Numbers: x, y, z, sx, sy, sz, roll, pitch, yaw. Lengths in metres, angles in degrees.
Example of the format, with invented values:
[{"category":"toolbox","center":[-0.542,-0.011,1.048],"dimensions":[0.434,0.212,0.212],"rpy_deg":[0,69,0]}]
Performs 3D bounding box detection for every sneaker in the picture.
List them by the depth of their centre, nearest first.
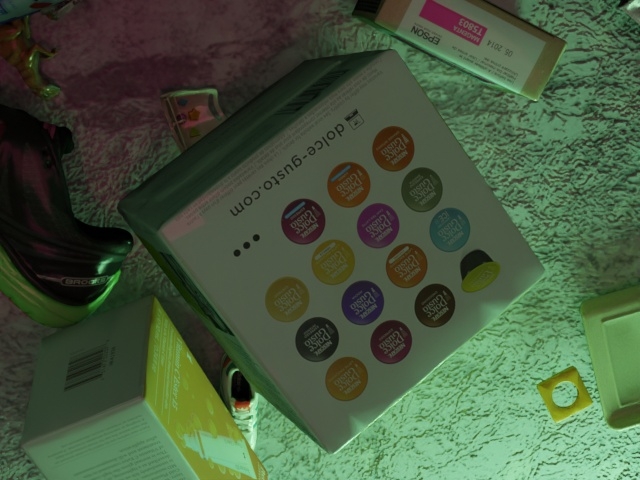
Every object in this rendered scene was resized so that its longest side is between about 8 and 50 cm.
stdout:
[{"category":"sneaker","center":[-0.425,-0.109,1.678],"dimensions":[0.202,0.185,0.483],"rpy_deg":[-42,114,-4]},{"category":"sneaker","center":[-0.114,0.232,1.824],"dimensions":[0.057,0.075,0.161],"rpy_deg":[0,102,-7]}]

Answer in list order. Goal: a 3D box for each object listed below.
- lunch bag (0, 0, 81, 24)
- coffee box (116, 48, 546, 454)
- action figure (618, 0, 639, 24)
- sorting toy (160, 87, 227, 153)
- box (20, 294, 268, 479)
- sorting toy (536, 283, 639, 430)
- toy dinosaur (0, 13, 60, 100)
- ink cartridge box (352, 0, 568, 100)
[{"category":"lunch bag","center":[-0.382,-0.408,1.593],"dimensions":[0.243,0.115,0.303],"rpy_deg":[-20,86,4]},{"category":"coffee box","center":[0.000,0.000,1.623],"dimensions":[0.338,0.338,0.334],"rpy_deg":[-39,105,-10]},{"category":"action figure","center":[0.553,-0.257,1.778],"dimensions":[0.370,0.248,0.275],"rpy_deg":[54,49,-26]},{"category":"sorting toy","center":[-0.164,-0.166,1.752],"dimensions":[0.075,0.045,0.083],"rpy_deg":[-21,103,-9]},{"category":"box","center":[-0.211,0.281,1.695],"dimensions":[0.168,0.215,0.345],"rpy_deg":[-22,122,10]},{"category":"sorting toy","center":[0.470,0.156,1.894],"dimensions":[0.348,0.047,0.196],"rpy_deg":[-16,99,-3]},{"category":"toy dinosaur","center":[-0.403,-0.269,1.688],"dimensions":[0.112,0.064,0.211],"rpy_deg":[-42,103,5]},{"category":"ink cartridge box","center":[0.171,-0.270,1.689],"dimensions":[0.235,0.193,0.088],"rpy_deg":[25,98,-11]}]
